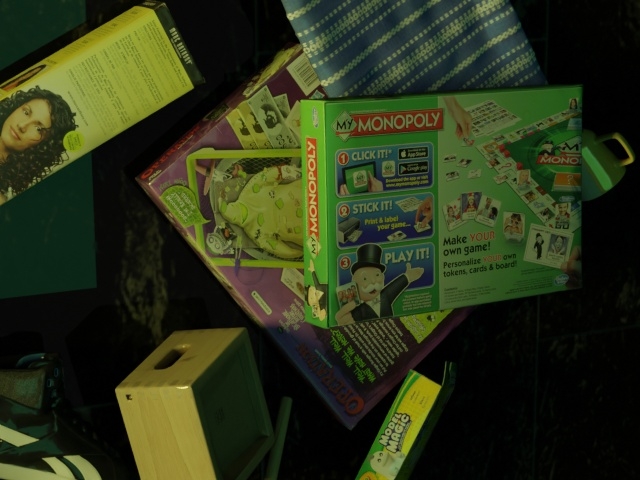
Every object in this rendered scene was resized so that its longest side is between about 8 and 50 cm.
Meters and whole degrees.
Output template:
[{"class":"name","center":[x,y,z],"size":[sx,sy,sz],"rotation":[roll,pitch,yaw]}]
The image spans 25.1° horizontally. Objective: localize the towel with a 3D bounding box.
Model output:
[{"class":"towel","center":[0.111,-0.180,1.426],"size":[0.243,0.040,0.336],"rotation":[-39,114,-24]}]

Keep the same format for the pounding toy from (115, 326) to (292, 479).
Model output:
[{"class":"pounding toy","center":[-0.102,0.193,1.403],"size":[0.181,0.094,0.206],"rotation":[-47,128,-59]}]

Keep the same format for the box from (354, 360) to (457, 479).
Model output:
[{"class":"box","center":[0.088,0.201,1.494],"size":[0.043,0.105,0.179],"rotation":[29,89,14]}]

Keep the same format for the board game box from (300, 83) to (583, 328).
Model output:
[{"class":"board game box","center":[0.127,-0.041,1.413],"size":[0.317,0.046,0.214],"rotation":[-6,100,-32]}]

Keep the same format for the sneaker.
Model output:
[{"class":"sneaker","center":[-0.235,0.169,1.346],"size":[0.216,0.079,0.121],"rotation":[15,96,-27]}]

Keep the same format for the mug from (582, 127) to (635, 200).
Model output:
[{"class":"mug","center":[0.291,-0.090,1.547],"size":[0.078,0.062,0.064],"rotation":[-35,107,9]}]

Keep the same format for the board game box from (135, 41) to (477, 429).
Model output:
[{"class":"board game box","center":[0.000,0.000,1.439],"size":[0.208,0.056,0.347],"rotation":[-44,116,-15]}]

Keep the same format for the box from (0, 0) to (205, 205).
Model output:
[{"class":"box","center":[-0.225,-0.124,1.296],"size":[0.232,0.058,0.087],"rotation":[-35,114,-15]}]
